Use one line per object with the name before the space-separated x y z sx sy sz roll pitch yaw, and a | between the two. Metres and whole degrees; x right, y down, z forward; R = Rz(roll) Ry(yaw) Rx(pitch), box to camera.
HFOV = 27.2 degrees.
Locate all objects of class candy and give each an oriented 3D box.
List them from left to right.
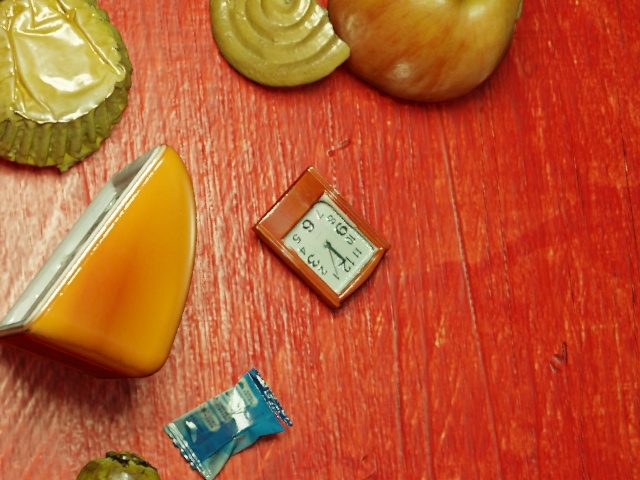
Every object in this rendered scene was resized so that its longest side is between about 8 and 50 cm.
candy | -0.113 0.228 1.619 0.136 0.038 0.088 -33 87 -9

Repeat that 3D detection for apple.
apple | 0.138 -0.296 1.678 0.242 0.241 0.242 4 77 -16

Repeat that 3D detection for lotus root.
lotus root | -0.241 0.341 1.535 0.108 0.094 0.191 5 82 21

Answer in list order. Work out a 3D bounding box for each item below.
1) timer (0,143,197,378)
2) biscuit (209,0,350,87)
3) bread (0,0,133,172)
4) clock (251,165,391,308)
timer | -0.238 0.023 1.509 0.161 0.257 0.250 24 76 -17
biscuit | -0.072 -0.281 1.685 0.144 0.033 0.224 -39 71 13
bread | -0.339 -0.209 1.581 0.240 0.139 0.240 3 75 -13
clock | 0.000 0.000 1.682 0.155 0.061 0.113 45 72 -8
